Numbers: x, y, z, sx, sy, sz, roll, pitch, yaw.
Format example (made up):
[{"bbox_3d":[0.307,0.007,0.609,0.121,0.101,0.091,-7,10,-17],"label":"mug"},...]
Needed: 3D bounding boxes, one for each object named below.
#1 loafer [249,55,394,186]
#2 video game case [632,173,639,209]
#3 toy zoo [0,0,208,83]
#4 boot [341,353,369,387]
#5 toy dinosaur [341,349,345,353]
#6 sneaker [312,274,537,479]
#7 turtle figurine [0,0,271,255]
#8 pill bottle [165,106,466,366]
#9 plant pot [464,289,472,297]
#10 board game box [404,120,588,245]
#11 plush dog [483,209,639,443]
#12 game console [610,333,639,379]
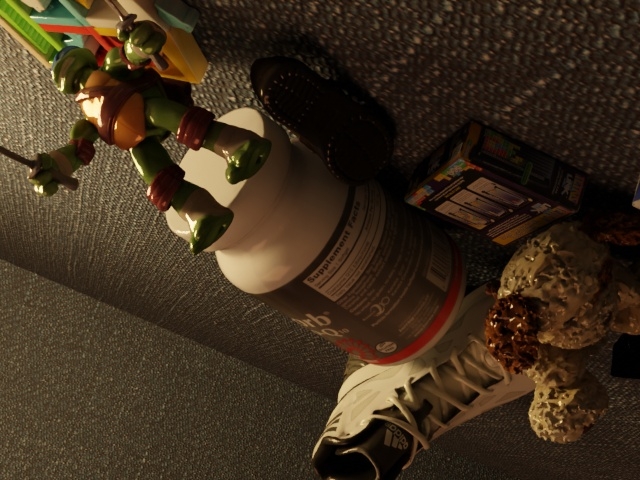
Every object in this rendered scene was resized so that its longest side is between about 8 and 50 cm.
[{"bbox_3d":[0.004,-0.136,0.948,0.220,0.080,0.078,39,-172,-48],"label":"loafer"},{"bbox_3d":[0.444,-0.032,0.726,0.244,0.061,0.269,26,163,-11],"label":"video game case"},{"bbox_3d":[-0.252,-0.245,0.969,0.293,0.030,0.192,12,160,29],"label":"toy zoo"},{"bbox_3d":[0.075,0.272,1.936,0.083,0.161,0.246,23,163,-3],"label":"boot"},{"bbox_3d":[0.037,0.074,1.438,0.160,0.121,0.313,50,163,30],"label":"toy dinosaur"},{"bbox_3d":[0.168,0.221,1.175,0.447,0.257,0.169,-37,96,30],"label":"sneaker"},{"bbox_3d":[-0.204,-0.112,0.873,0.266,0.198,0.274,35,170,11],"label":"turtle figurine"},{"bbox_3d":[0.000,0.000,1.110,0.363,0.210,0.210,34,159,-34],"label":"pill bottle"},{"bbox_3d":[0.241,0.170,1.395,0.230,0.215,0.215,1,156,24],"label":"plant pot"},{"bbox_3d":[0.189,-0.058,0.981,0.141,0.048,0.170,22,163,-10],"label":"board game box"},{"bbox_3d":[0.269,0.062,0.987,0.211,0.262,0.225,37,169,29],"label":"plush dog"},{"bbox_3d":[0.495,0.113,1.072,0.213,0.044,0.361,4,156,6],"label":"game console"}]
